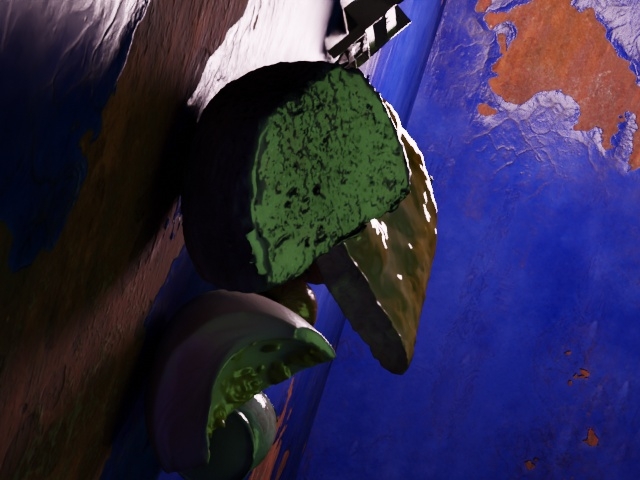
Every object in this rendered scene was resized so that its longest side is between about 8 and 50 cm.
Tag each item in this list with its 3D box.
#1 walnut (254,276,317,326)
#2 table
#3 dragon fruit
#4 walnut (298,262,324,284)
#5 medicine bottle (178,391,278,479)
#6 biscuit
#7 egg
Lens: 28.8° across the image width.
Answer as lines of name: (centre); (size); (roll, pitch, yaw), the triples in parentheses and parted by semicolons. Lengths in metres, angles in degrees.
walnut: (-0.075, 0.119, 2.068); (0.180, 0.144, 0.144); (119, -9, -84)
table: (0.075, -0.367, 2.164); (0.175, 0.062, 0.146); (-38, 170, -2)
dragon fruit: (-0.061, -0.092, 1.452); (0.283, 0.204, 0.221); (-38, 124, -35)
walnut: (0.000, 0.000, 2.215); (0.184, 0.156, 0.155); (-69, 177, -79)
medicine bottle: (-0.150, 0.297, 1.911); (0.143, 0.147, 0.147); (-35, 144, -72)
biscuit: (0.069, -0.069, 2.108); (0.429, 0.104, 0.446); (53, 35, -29)
egg: (-0.138, 0.155, 1.612); (0.271, 0.161, 0.206); (-33, -167, -22)
